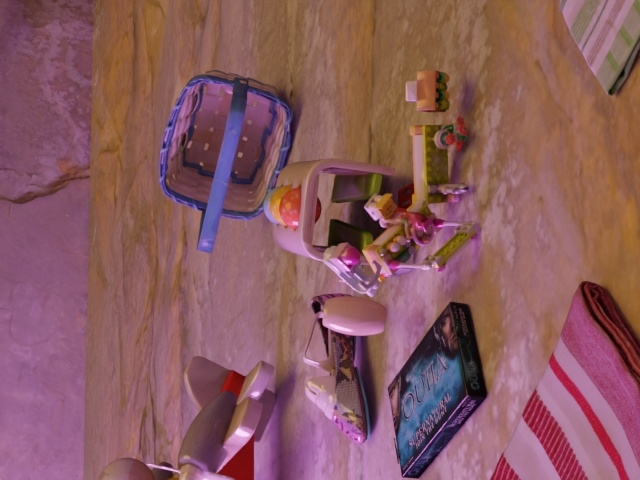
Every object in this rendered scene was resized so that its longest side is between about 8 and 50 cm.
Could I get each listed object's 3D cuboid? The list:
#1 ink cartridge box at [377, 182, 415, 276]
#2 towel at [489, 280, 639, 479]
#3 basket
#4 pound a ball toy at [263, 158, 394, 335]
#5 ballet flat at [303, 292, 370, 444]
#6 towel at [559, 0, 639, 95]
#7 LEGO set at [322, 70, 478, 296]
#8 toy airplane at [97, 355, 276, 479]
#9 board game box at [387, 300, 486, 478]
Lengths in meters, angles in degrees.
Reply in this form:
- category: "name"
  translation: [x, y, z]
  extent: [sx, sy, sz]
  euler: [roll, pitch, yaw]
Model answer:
- category: "ink cartridge box"
  translation: [0.096, -0.016, 1.774]
  extent: [0.063, 0.029, 0.115]
  euler: [154, 121, -68]
- category: "towel"
  translation: [0.226, 0.234, 1.302]
  extent: [0.237, 0.037, 0.329]
  euler: [-110, 34, -55]
- category: "basket"
  translation: [-0.156, -0.139, 2.267]
  extent: [0.289, 0.201, 0.254]
  euler: [-104, 29, -68]
- category: "pound a ball toy"
  translation: [0.000, 0.000, 1.809]
  extent: [0.319, 0.136, 0.208]
  euler: [-162, 78, -81]
- category: "ballet flat"
  translation: [0.016, 0.167, 1.843]
  extent: [0.077, 0.079, 0.221]
  euler: [108, 161, -55]
- category: "towel"
  translation: [0.282, -0.227, 1.365]
  extent: [0.152, 0.023, 0.113]
  euler: [-105, 28, -44]
- category: "LEGO set"
  translation: [0.125, -0.058, 1.608]
  extent: [0.107, 0.132, 0.287]
  euler: [3, 61, 54]
- category: "toy airplane"
  translation: [-0.190, 0.344, 2.059]
  extent: [0.384, 0.273, 0.386]
  euler: [-129, 50, -65]
- category: "board game box"
  translation: [0.129, 0.173, 1.608]
  extent: [0.186, 0.026, 0.126]
  euler: [120, 151, -46]
